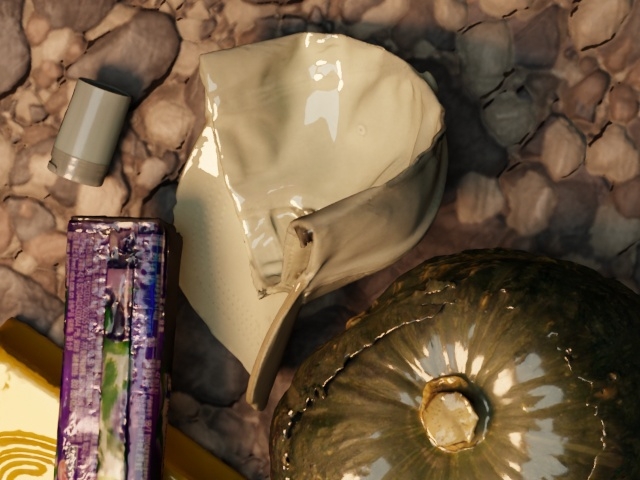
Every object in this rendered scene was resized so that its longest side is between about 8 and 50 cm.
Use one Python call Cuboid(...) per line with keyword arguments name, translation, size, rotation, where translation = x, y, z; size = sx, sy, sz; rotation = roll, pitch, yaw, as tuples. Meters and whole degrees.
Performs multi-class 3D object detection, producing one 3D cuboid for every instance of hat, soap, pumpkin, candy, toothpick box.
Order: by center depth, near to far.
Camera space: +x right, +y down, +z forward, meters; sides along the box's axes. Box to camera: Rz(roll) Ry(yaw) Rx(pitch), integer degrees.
Cuboid(name="pumpkin", translation=(0.126, 0.154, 1.471), size=(0.291, 0.257, 0.328), rotation=(42, 96, 20))
Cuboid(name="hat", translation=(-0.005, -0.004, 1.545), size=(0.168, 0.258, 0.301), rotation=(0, 125, -25))
Cuboid(name="candy", translation=(-0.169, 0.135, 1.552), size=(0.088, 0.061, 0.312), rotation=(3, 85, 12))
Cuboid(name="toothpick box", translation=(-0.199, -0.093, 1.633), size=(0.052, 0.052, 0.083), rotation=(22, 98, 11))
Cuboid(name="soap", translation=(-0.204, 0.237, 1.641), size=(0.324, 0.096, 0.204), rotation=(33, 101, 9))
